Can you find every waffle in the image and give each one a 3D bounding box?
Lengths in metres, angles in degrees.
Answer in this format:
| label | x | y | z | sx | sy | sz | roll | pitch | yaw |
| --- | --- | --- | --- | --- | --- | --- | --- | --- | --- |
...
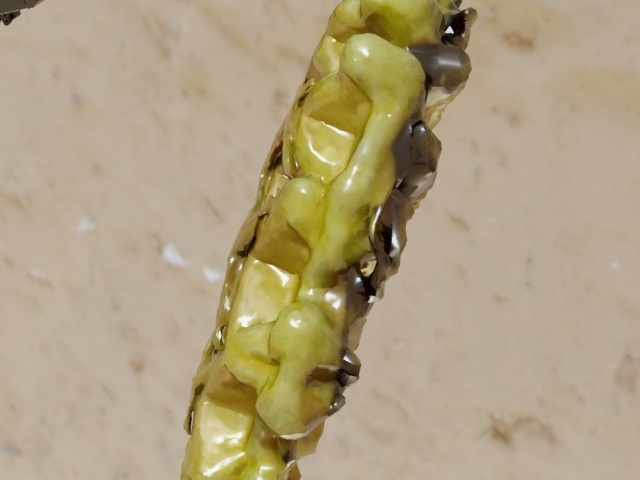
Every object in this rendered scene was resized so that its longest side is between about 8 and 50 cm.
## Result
| label | x | y | z | sx | sy | sz | roll | pitch | yaw |
| --- | --- | --- | --- | --- | --- | --- | --- | --- | --- |
| waffle | 0.000 | 0.000 | 1.074 | 0.095 | 0.379 | 0.382 | 19 | -172 | 0 |

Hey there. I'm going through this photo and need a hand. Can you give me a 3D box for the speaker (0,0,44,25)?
| label | x | y | z | sx | sy | sz | roll | pitch | yaw |
| --- | --- | --- | --- | --- | --- | --- | --- | --- | --- |
| speaker | -0.221 | -0.274 | 1.215 | 0.153 | 0.231 | 0.192 | -6 | 116 | 33 |
